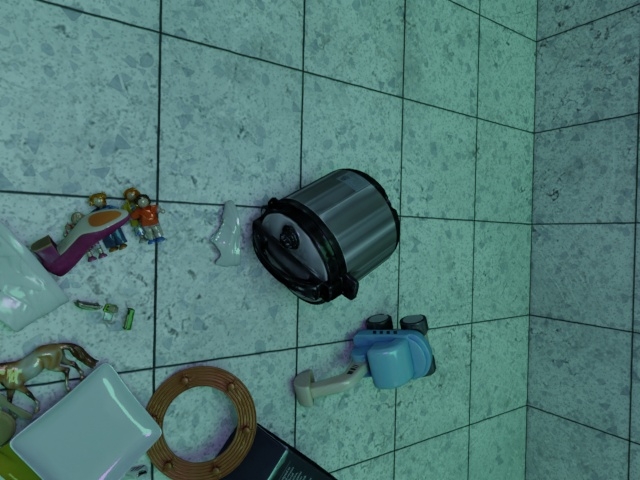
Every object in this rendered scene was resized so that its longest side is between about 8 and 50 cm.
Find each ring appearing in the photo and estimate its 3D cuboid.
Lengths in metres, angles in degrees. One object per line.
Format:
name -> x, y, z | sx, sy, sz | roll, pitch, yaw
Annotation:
ring -> -0.358, 0.550, 1.321 | 0.336, 0.032, 0.337 | 2, 81, -11

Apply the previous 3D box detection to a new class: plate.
plate -> -0.601, 0.516, 1.162 | 0.278, 0.045, 0.278 | -45, 112, -44

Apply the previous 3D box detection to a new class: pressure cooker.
pressure cooker -> -0.001, -0.005, 1.432 | 0.420, 0.369, 0.376 | -33, 105, -33

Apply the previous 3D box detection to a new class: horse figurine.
horse figurine -> -0.723, 0.340, 1.134 | 0.263, 0.066, 0.175 | -29, 113, -28

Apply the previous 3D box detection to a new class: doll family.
doll family -> -0.559, -0.059, 1.220 | 0.262, 0.118, 0.163 | -17, 109, -10

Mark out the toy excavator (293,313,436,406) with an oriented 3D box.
toy excavator -> 0.173, 0.455, 1.625 | 0.445, 0.432, 0.223 | -28, 109, -60

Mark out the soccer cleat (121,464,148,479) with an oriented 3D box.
soccer cleat -> -0.543, 0.676, 1.280 | 0.083, 0.035, 0.029 | 1, 91, -34

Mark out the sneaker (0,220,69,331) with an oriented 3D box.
sneaker -> -0.776, 0.085, 1.066 | 0.169, 0.108, 0.293 | -41, 114, -30

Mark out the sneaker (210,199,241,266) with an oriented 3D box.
sneaker -> -0.305, -0.021, 1.406 | 0.094, 0.080, 0.213 | -4, 95, -22

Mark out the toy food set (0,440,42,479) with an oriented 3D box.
toy food set -> -0.724, 0.581, 1.145 | 0.128, 0.071, 0.218 | -33, 108, -4

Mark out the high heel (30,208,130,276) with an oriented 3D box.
high heel -> -0.595, 0.007, 1.140 | 0.244, 0.082, 0.117 | -31, 142, -16

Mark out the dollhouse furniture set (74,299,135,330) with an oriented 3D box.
dollhouse furniture set -> -0.595, 0.205, 1.210 | 0.151, 0.076, 0.059 | 16, 81, -34

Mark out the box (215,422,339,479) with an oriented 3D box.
box -> -0.110, 0.791, 1.421 | 0.395, 0.293, 0.212 | 47, 67, -25

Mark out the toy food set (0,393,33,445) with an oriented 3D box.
toy food set -> -0.815, 0.453, 1.073 | 0.192, 0.038, 0.132 | -40, 122, -8
